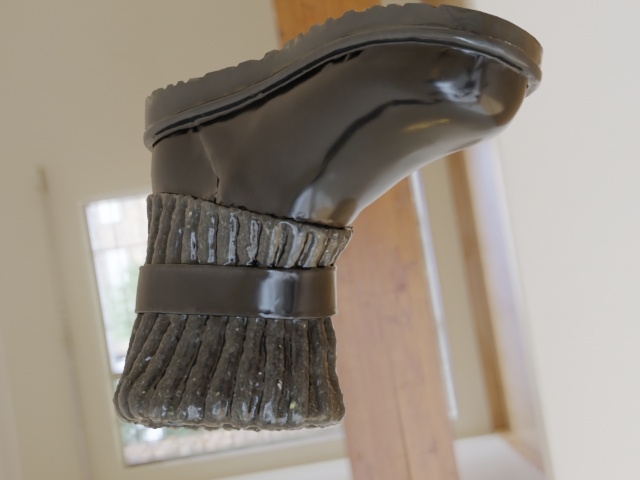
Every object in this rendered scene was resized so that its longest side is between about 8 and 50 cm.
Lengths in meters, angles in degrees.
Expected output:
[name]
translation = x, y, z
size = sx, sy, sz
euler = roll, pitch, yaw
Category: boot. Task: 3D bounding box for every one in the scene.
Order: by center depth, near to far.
[boot]
translation = 0.002, 0.001, 0.939
size = 0.131, 0.348, 0.260
euler = 21, -116, -44
